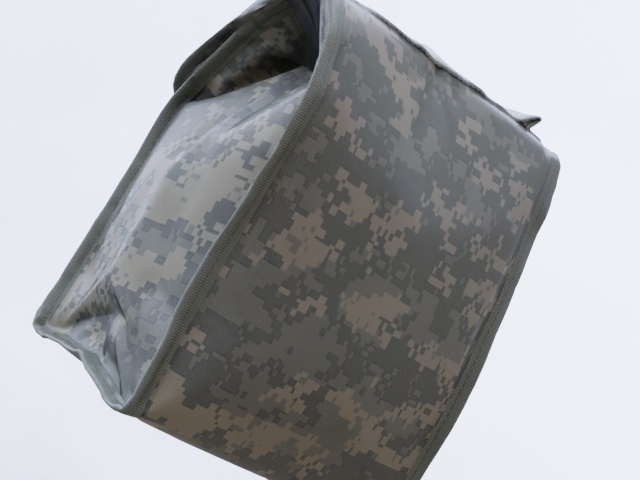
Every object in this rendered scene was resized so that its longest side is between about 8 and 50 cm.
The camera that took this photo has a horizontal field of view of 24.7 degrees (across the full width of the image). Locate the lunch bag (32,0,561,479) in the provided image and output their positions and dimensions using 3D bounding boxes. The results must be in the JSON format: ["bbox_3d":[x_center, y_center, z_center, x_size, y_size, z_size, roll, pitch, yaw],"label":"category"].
[{"bbox_3d":[0.000,0.000,0.925,0.235,0.287,0.169,31,1,-37],"label":"lunch bag"}]
